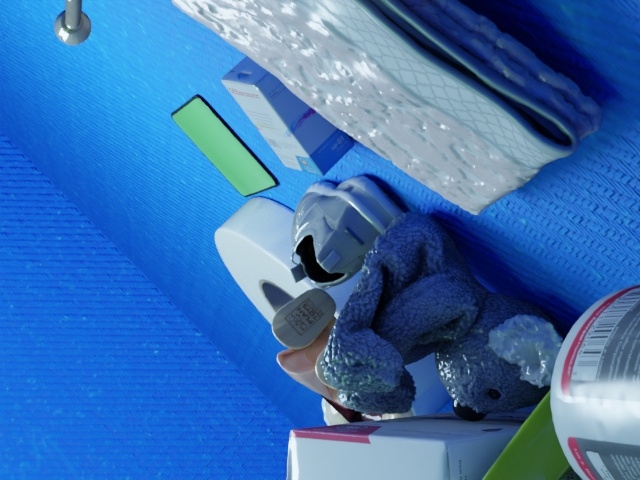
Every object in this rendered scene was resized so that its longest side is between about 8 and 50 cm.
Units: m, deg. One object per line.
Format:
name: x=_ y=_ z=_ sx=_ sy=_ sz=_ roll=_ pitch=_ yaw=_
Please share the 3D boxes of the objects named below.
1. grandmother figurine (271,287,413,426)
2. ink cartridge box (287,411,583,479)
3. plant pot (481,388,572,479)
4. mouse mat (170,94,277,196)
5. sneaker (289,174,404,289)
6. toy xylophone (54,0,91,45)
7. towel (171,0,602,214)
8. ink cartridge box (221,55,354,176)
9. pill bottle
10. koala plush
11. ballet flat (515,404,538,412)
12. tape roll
grandmother figurine: x=0.022 y=0.161 z=1.732 sx=0.208 sy=0.104 sz=0.342 roll=51 pitch=173 yaw=24
ink cartridge box: x=0.137 y=0.237 z=1.470 sx=0.207 sy=0.117 sz=0.283 roll=-3 pitch=178 yaw=43
plant pot: x=0.293 y=0.258 z=1.313 sx=0.207 sy=0.228 sz=0.227 roll=25 pitch=155 yaw=41
mouse mat: x=-0.126 y=-0.118 z=1.900 sx=0.152 sy=0.007 sz=0.189 roll=48 pitch=165 yaw=-9
sneaker: x=0.000 y=0.000 z=1.636 sx=0.105 sy=0.115 sz=0.281 roll=46 pitch=166 yaw=-1
toy xylophone: x=-0.133 y=-0.263 z=1.055 sx=0.081 sy=0.236 sz=0.322 roll=39 pitch=169 yaw=-5
towel: x=0.031 y=-0.144 z=1.133 sx=0.332 sy=0.053 sz=0.317 roll=36 pitch=170 yaw=-3
ink cartridge box: x=-0.034 y=-0.130 z=1.499 sx=0.122 sy=0.052 sz=0.088 roll=51 pitch=165 yaw=-26
pill bottle: x=0.291 y=0.107 z=0.968 sx=0.176 sy=0.176 sz=0.318 roll=47 pitch=166 yaw=-7
koala plush: x=0.142 y=0.093 z=1.448 sx=0.221 sy=0.203 sz=0.196 roll=20 pitch=169 yaw=13
ballet flat: x=0.230 y=0.202 z=1.641 sx=0.068 sy=0.072 sz=0.213 roll=16 pitch=147 yaw=56
tape roll: x=0.015 y=0.105 z=1.990 sx=0.392 sy=0.072 sz=0.392 roll=43 pitch=166 yaw=13
